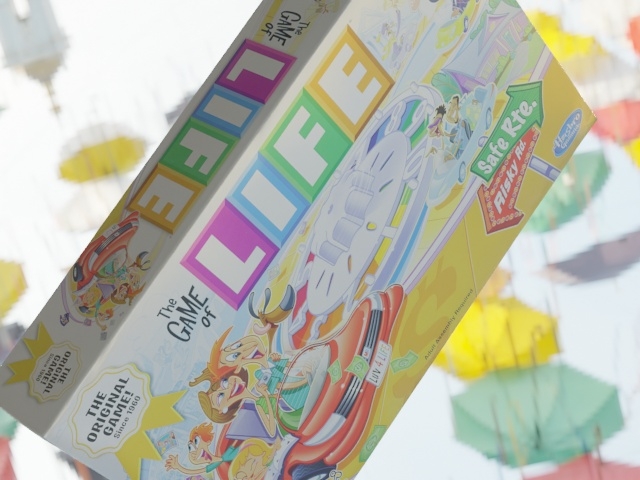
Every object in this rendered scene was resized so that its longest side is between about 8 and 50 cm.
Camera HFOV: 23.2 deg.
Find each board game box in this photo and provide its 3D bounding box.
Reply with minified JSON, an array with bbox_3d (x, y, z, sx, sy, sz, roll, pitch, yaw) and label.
[{"bbox_3d":[0.000,0.000,0.388,0.026,0.103,0.154,27,-101,42],"label":"board game box"}]
